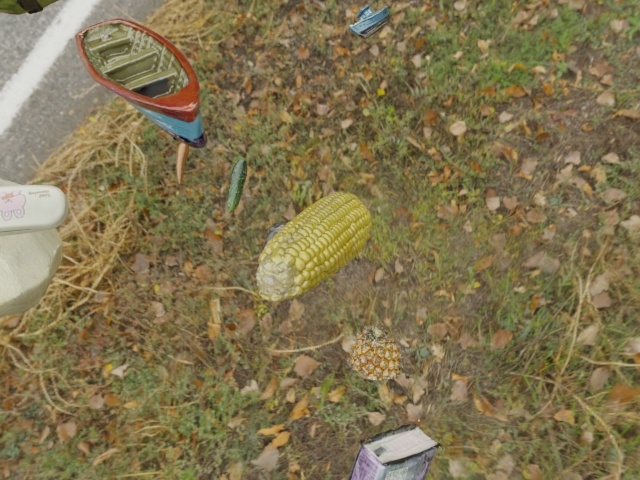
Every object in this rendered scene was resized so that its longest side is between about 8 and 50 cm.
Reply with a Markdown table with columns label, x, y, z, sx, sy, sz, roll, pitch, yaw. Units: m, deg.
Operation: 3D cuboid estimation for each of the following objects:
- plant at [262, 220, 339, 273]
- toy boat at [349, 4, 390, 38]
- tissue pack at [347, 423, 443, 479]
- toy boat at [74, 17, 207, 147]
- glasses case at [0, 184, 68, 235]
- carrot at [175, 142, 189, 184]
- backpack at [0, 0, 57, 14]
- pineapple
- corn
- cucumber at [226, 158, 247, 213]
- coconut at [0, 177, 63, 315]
| label | x | y | z | sx | sy | sz | roll | pitch | yaw |
| --- | --- | --- | --- | --- | --- | --- | --- | --- | --- |
| plant | -0.036 | 0.025 | 1.097 | 0.194 | 0.132 | 0.129 | 11 | 84 | 9 |
| toy boat | 0.117 | -0.535 | 1.092 | 0.061 | 0.060 | 0.137 | 47 | 61 | -8 |
| tissue pack | 0.166 | 0.698 | 1.215 | 0.122 | 0.259 | 0.361 | 30 | 108 | 45 |
| toy boat | -0.272 | -0.253 | 0.695 | 0.136 | 0.079 | 0.392 | -33 | 54 | -19 |
| glasses case | -0.218 | -0.020 | 0.306 | 0.083 | 0.021 | 0.032 | -7 | 68 | -13 |
| carrot | -0.400 | -0.229 | 1.295 | 0.035 | 0.035 | 0.142 | -2 | 70 | 12 |
| backpack | -0.303 | -0.344 | 0.430 | 0.207 | 0.140 | 0.253 | -23 | 84 | 9 |
| pineapple | 0.164 | 0.302 | 1.308 | 0.161 | 0.176 | 0.137 | 3 | 111 | -4 |
| corn | 0.000 | 0.000 | 0.809 | 0.130 | 0.347 | 0.130 | 10 | 113 | 24 |
| cucumber | -0.341 | -0.220 | 1.829 | 0.069 | 0.069 | 0.228 | 9 | 83 | 16 |
| coconut | -0.602 | 0.022 | 0.808 | 0.237 | 0.266 | 0.237 | -13 | 27 | 7 |
